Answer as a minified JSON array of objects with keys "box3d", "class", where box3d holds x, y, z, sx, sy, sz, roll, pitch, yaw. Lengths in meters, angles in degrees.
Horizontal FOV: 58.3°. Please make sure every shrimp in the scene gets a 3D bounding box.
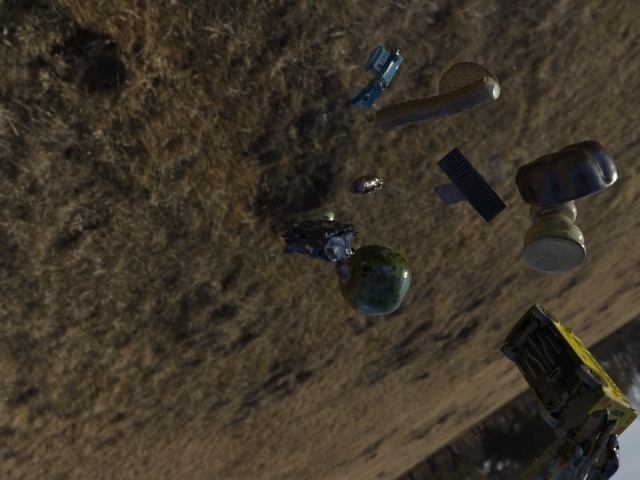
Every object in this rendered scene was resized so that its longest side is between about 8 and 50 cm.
[{"box3d":[0.395,0.394,0.922,0.246,0.085,0.361,-8,125,-28],"class":"shrimp"},{"box3d":[0.162,-0.186,1.909,0.073,0.075,0.190,-42,171,35],"class":"shrimp"}]

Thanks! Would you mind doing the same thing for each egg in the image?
[{"box3d":[0.003,-0.064,2.060,0.110,0.085,0.085,-42,158,-10],"class":"egg"}]

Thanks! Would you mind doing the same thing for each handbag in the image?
[{"box3d":[0.000,0.000,1.607,0.260,0.161,0.113,-17,111,-64],"class":"handbag"}]

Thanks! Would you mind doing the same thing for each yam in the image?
[{"box3d":[0.318,-0.377,1.604,0.356,0.081,0.081,-12,170,34],"class":"yam"}]

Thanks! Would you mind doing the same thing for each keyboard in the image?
[{"box3d":[0.477,-0.174,1.816,0.087,0.250,0.017,-39,179,8],"class":"keyboard"}]

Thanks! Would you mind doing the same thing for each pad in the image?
[{"box3d":[0.515,-0.181,2.070,0.187,0.006,0.113,-13,138,33],"class":"pad"}]

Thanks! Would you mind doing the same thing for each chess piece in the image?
[{"box3d":[0.685,-0.061,1.698,0.167,0.166,0.300,117,-6,-48],"class":"chess piece"}]

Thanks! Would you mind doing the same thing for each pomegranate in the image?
[{"box3d":[0.165,0.125,1.892,0.270,0.254,0.254,16,136,-16],"class":"pomegranate"}]

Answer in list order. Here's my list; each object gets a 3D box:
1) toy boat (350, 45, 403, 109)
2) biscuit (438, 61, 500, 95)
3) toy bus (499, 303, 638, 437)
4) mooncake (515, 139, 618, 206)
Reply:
[{"box3d":[0.171,-0.533,1.877,0.238,0.098,0.109,-59,-167,-12],"class":"toy boat"},{"box3d":[0.517,-0.567,2.050,0.224,0.145,0.033,-15,169,-8],"class":"biscuit"},{"box3d":[0.539,0.289,1.274,0.152,0.330,0.144,26,112,-17],"class":"toy bus"},{"box3d":[0.654,-0.176,1.542,0.244,0.133,0.245,-23,-177,1],"class":"mooncake"}]
